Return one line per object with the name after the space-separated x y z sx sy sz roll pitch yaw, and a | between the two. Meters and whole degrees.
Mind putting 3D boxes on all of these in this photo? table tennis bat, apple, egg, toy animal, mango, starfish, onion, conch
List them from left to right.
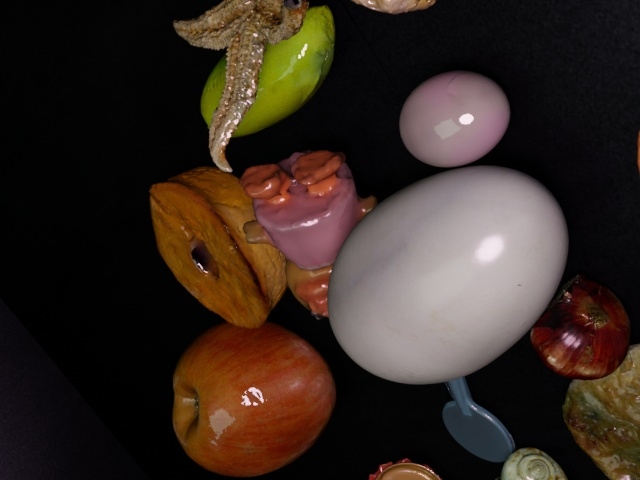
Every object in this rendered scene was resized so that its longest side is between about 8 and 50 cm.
-0.087 -0.290 1.027 0.347 0.078 0.357 123 140 -54 | starfish
-0.137 0.290 1.626 0.301 0.301 0.301 31 144 26 | apple
-0.061 -0.213 1.132 0.111 0.125 0.233 23 135 -35 | mango
0.001 -0.001 1.249 0.195 0.169 0.281 -12 119 17 | toy animal
0.144 0.042 1.058 0.230 0.230 0.371 48 142 1 | egg
0.145 -0.133 0.985 0.135 0.103 0.103 -14 113 53 | egg
0.230 0.268 1.385 0.124 0.033 0.201 6 132 45 | table tennis bat
0.318 0.366 1.353 0.106 0.079 0.170 36 160 14 | conch
0.303 0.106 1.038 0.118 0.117 0.118 43 165 15 | onion

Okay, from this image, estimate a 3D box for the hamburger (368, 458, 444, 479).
0.148 0.479 1.590 0.175 0.175 0.137 39 153 15 | hamburger

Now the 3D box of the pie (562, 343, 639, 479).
0.425 0.239 1.075 0.277 0.078 0.277 30 144 24 | pie

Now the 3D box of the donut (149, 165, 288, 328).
-0.162 0.004 1.499 0.303 0.110 0.303 33 147 25 | donut

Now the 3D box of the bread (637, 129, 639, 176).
0.347 -0.055 0.752 0.104 0.199 0.199 1 125 52 | bread

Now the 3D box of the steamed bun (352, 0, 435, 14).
0.065 -0.307 0.845 0.192 0.177 0.106 44 141 32 | steamed bun
